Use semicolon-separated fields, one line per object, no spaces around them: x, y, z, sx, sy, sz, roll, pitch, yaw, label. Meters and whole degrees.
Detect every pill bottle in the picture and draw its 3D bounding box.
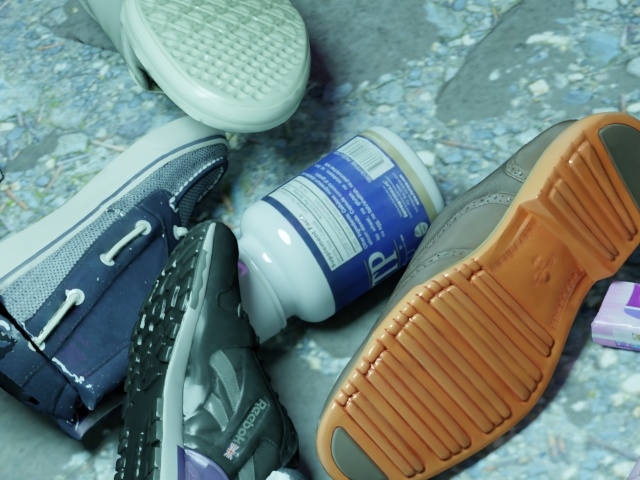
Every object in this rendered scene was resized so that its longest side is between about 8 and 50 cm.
0.000;0.000;1.577;0.186;0.112;0.112;-34;44;-14;pill bottle

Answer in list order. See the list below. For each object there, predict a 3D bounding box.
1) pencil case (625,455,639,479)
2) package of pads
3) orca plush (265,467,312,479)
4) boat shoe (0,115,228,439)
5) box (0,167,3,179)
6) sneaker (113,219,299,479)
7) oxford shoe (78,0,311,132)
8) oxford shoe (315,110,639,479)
0.303;0.109;1.341;0.124;0.124;0.284;13;50;31;pencil case
0.250;0.059;1.477;0.083;0.032;0.050;8;50;28;package of pads
-0.028;0.301;1.283;0.102;0.151;0.287;22;61;-18;orca plush
-0.151;0.031;1.620;0.158;0.127;0.340;41;49;10;boat shoe
-0.421;-0.033;1.825;0.184;0.045;0.191;19;54;33;box
-0.076;0.126;1.458;0.107;0.124;0.283;-38;39;54;sneaker
-0.126;-0.192;1.795;0.169;0.130;0.449;4;27;-25;oxford shoe
0.116;0.050;1.500;0.363;0.130;0.132;-45;19;-19;oxford shoe
